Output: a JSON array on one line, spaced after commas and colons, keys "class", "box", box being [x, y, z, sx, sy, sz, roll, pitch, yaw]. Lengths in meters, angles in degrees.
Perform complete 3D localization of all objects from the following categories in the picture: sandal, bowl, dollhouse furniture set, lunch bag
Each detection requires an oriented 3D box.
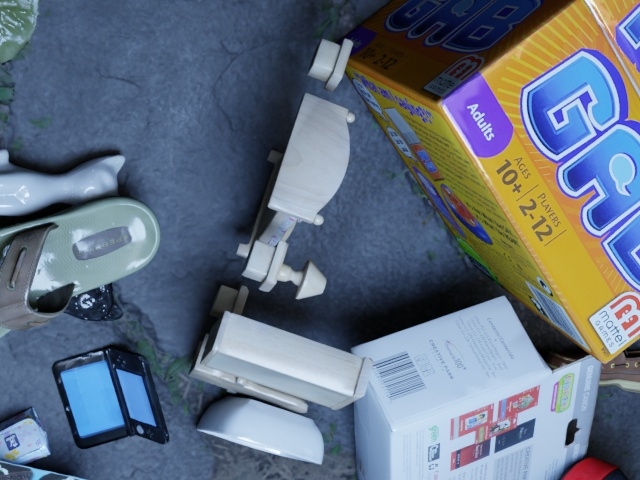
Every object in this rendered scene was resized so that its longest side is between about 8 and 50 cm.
[{"class": "sandal", "box": [-0.306, 0.036, 1.409, 0.303, 0.086, 0.120, -28, 116, -20]}, {"class": "bowl", "box": [-0.069, 0.230, 1.608, 0.142, 0.142, 0.053, 22, 78, -20]}, {"class": "dollhouse furniture set", "box": [0.000, 0.000, 1.514, 0.174, 0.303, 0.355, 20, 71, -8]}, {"class": "lunch bag", "box": [-0.358, 0.240, 1.544, 0.071, 0.083, 0.053, -25, 112, -8]}]

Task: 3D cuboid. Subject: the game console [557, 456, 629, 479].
[{"class": "game console", "box": [0.301, 0.481, 1.717, 0.386, 0.060, 0.342, -55, 146, -7]}]

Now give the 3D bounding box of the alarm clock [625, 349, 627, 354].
[{"class": "alarm clock", "box": [0.336, 0.071, 1.692, 0.192, 0.129, 0.064, 37, 97, 5]}]

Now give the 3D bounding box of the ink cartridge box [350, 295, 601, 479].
[{"class": "ink cartridge box", "box": [0.188, 0.227, 1.617, 0.272, 0.130, 0.309, -17, 140, -12]}]

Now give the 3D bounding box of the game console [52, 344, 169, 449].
[{"class": "game console", "box": [-0.251, 0.196, 1.573, 0.071, 0.107, 0.122, -30, 117, -38]}]

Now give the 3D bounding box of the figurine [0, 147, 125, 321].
[{"class": "figurine", "box": [-0.320, -0.002, 1.489, 0.209, 0.092, 0.214, -1, 106, -25]}]

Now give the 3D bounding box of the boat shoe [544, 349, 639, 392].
[{"class": "boat shoe", "box": [0.377, 0.163, 1.763, 0.178, 0.064, 0.060, 11, 98, -26]}]

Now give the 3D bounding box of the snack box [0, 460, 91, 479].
[{"class": "snack box", "box": [-0.421, 0.310, 1.507, 0.322, 0.060, 0.187, 17, 139, -21]}]

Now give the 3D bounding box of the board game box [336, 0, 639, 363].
[{"class": "board game box", "box": [0.292, -0.154, 1.476, 0.356, 0.356, 0.356, -38, 114, -3]}]
